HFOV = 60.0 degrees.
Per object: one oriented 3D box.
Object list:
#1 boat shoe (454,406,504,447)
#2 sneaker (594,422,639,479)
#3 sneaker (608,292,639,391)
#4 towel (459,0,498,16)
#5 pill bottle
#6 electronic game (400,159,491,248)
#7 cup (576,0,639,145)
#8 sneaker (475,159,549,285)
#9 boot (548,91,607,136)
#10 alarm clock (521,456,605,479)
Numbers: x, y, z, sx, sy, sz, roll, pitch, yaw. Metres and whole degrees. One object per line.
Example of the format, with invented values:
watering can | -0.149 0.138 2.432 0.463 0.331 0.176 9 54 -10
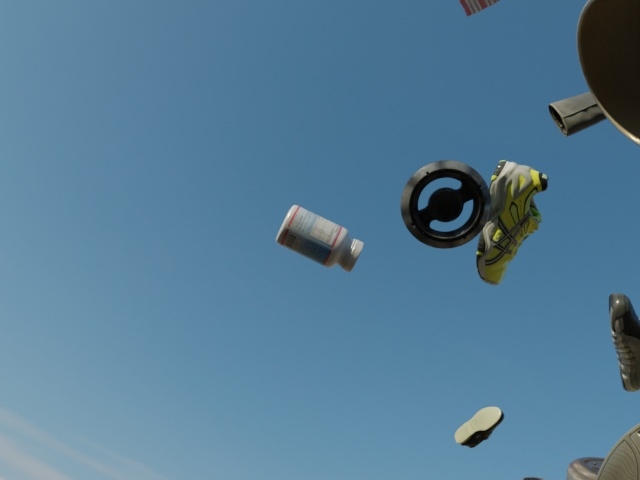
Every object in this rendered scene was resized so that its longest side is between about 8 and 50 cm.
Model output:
boat shoe | 0.350 0.404 1.200 0.042 0.049 0.133 28 -57 -18
sneaker | 0.257 0.202 0.382 0.118 0.083 0.222 8 -63 -15
sneaker | 0.585 0.173 0.964 0.132 0.086 0.228 -9 -54 29
towel | 0.315 -0.532 1.080 0.144 0.029 0.197 56 -14 -15
pill bottle | 0.000 0.000 1.093 0.160 0.087 0.087 26 -41 -1
electronic game | 0.321 -0.092 1.425 0.229 0.048 0.229 1 -81 6
cup | 0.686 -0.362 1.030 0.237 0.331 0.331 -28 -54 2
sneaker | 0.529 -0.027 1.544 0.147 0.145 0.384 14 -54 23
boot | 0.682 -0.299 1.319 0.209 0.189 0.076 -20 -38 -3
alarm clock | 0.330 0.290 0.634 0.192 0.064 0.129 5 -3 7
